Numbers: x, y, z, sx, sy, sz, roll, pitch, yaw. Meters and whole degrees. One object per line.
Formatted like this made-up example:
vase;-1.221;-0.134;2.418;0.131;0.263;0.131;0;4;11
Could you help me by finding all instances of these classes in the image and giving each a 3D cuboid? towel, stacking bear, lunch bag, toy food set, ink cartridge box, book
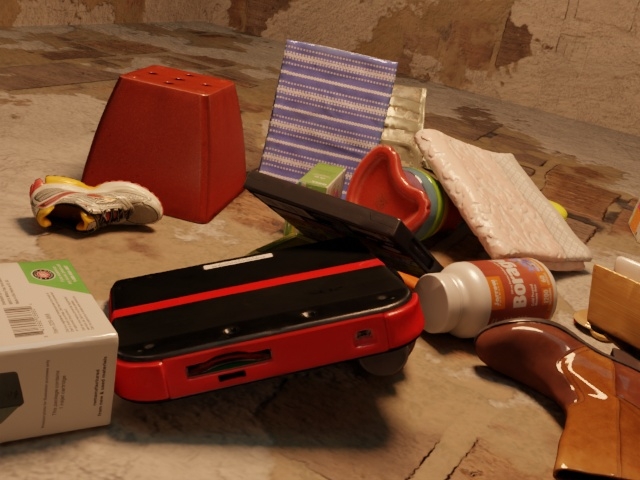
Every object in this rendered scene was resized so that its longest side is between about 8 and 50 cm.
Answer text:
towel;0.007;-0.231;1.692;0.243;0.336;0.040;14;10;5
stacking bear;0.193;-0.072;1.624;0.289;0.164;0.175;1;51;-54
lunch bag;0.103;-0.204;1.799;0.235;0.169;0.287;8;64;0
toy food set;0.477;0.144;1.396;0.082;0.020;0.083;-11;30;-44
ink cartridge box;-0.010;-0.074;1.588;0.062;0.109;0.209;14;21;11
ink cartridge box;-0.397;0.121;0.889;0.289;0.122;0.211;-3;25;-32
towel;0.367;-0.079;1.626;0.317;0.053;0.332;7;43;-41
book;0.780;-0.059;1.950;0.035;0.096;0.144;15;22;10

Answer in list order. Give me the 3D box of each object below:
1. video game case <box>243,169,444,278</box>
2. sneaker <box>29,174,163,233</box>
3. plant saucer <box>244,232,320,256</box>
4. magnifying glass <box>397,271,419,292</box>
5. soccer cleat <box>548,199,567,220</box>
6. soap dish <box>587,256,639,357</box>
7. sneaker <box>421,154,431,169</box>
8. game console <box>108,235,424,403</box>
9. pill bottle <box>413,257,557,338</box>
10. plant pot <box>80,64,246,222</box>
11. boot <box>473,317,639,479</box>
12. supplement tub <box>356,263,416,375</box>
video game case;0.044;-0.019;1.303;0.274;0.035;0.248;20;-10;29
sneaker;-0.385;-0.047;1.403;0.225;0.088;0.093;2;43;-21
plant saucer;-0.027;0.041;1.377;0.188;0.045;0.188;21;24;24
magnifying glass;0.125;0.054;1.452;0.092;0.026;0.231;-7;26;-39
soccer cleat;0.428;-0.094;1.834;0.289;0.121;0.093;9;21;-6
soap dish;0.545;0.151;1.178;0.291;0.118;0.229;30;-1;42
sneaker;0.305;-0.202;2.158;0.061;0.054;0.152;-6;19;-1
game console;-0.086;0.089;1.074;0.386;0.060;0.342;-10;16;-11
pill bottle;0.259;0.092;1.284;0.216;0.121;0.121;-3;25;-31
plant pot;-0.296;-0.210;1.620;0.267;0.236;0.267;13;22;8
boot;0.318;0.227;1.064;0.264;0.096;0.280;22;30;7
supplement tub;0.082;0.114;1.163;0.106;0.106;0.198;9;21;-4
